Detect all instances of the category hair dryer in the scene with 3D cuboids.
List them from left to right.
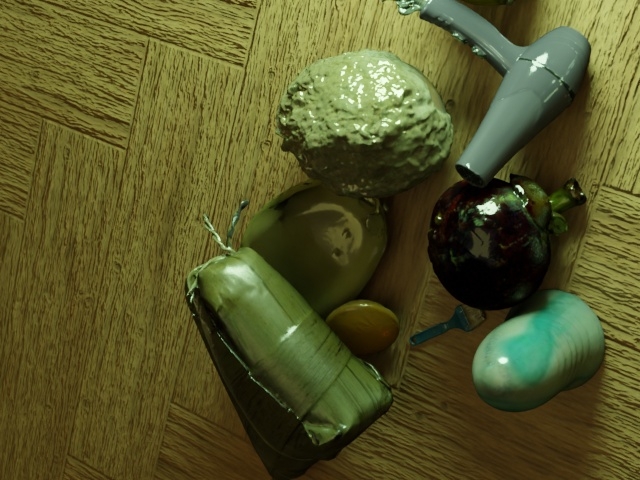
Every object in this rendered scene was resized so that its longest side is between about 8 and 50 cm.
[{"bbox_3d":[0.236,-0.293,1.752,0.361,0.121,0.301,38,80,4],"label":"hair dryer"}]

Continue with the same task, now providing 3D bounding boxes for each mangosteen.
[{"bbox_3d":[0.323,-0.009,1.804,0.289,0.231,0.231,-19,87,-3],"label":"mangosteen"}]

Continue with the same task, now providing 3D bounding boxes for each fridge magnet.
[{"bbox_3d":[0.078,0.162,2.000,0.143,0.063,0.143,2,134,2],"label":"fridge magnet"}]

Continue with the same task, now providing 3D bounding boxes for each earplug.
[{"bbox_3d":[0.334,0.198,1.743,0.185,0.324,0.184,5,100,29],"label":"earplug"}]

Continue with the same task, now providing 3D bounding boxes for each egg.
[{"bbox_3d":[0.081,-0.202,1.862,0.311,0.279,0.279,8,101,18],"label":"egg"}]

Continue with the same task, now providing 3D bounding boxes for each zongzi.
[{"bbox_3d":[-0.158,0.237,2.026,0.500,0.218,0.467,49,139,4],"label":"zongzi"}]

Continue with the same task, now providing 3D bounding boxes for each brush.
[{"bbox_3d":[0.232,0.160,1.974,0.164,0.014,0.051,-27,82,30],"label":"brush"}]

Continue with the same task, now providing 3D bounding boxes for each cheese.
[{"bbox_3d":[0.000,0.000,2.026,0.259,0.128,0.316,48,123,6],"label":"cheese"}]

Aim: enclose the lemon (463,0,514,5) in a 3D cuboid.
[{"bbox_3d":[0.270,-0.491,1.758,0.192,0.192,0.231,-31,73,29],"label":"lemon"}]
